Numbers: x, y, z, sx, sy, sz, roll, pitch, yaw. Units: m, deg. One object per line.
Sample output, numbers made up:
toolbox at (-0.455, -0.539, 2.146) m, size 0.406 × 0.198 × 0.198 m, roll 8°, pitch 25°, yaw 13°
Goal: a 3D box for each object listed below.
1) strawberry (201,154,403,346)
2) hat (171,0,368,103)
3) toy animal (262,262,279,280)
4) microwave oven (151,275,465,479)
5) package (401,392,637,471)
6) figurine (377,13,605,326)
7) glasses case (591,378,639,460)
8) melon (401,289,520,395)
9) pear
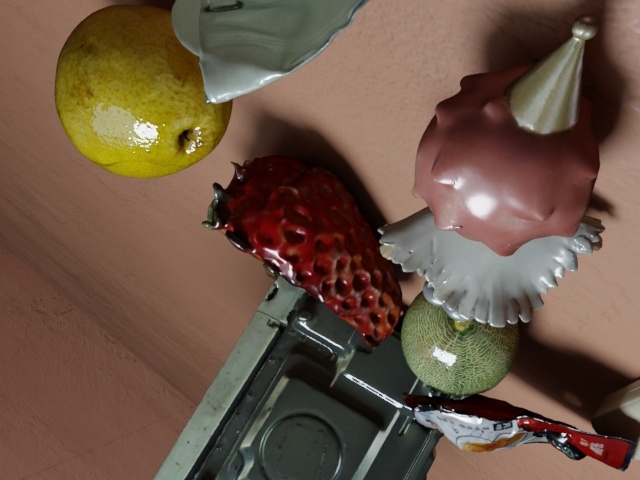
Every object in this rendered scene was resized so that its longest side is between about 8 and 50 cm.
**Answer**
strawberry at (-0.007, -0.006, 1.134) m, size 0.280 × 0.150 × 0.253 m, roll 33°, pitch 176°, yaw 12°
hat at (-0.064, -0.275, 0.769) m, size 0.301 × 0.168 × 0.257 m, roll -132°, pitch 29°, yaw -62°
toy animal at (-0.013, 0.037, 1.335) m, size 0.241 × 0.056 × 0.099 m, roll 13°, pitch 151°, yaw 45°
microwave oven at (-0.020, 0.297, 1.292) m, size 0.333 × 0.394 × 0.247 m, roll 28°, pitch 162°, yaw 9°
package at (0.234, 0.225, 1.098) m, size 0.269 × 0.071 × 0.194 m, roll 5°, pitch 168°, yaw 16°
figurine at (0.154, -0.054, 0.794) m, size 0.207 × 0.166 × 0.387 m, roll 2°, pitch 146°, yaw 4°
glasses case at (0.371, 0.194, 1.011) m, size 0.083 × 0.050 × 0.196 m, roll 36°, pitch 157°, yaw 4°
melon at (0.164, 0.112, 1.071) m, size 0.139 × 0.139 × 0.192 m, roll 34°, pitch 167°, yaw 17°
pear at (-0.199, -0.169, 1.065) m, size 0.209 × 0.209 × 0.209 m, roll 34°, pitch 156°, yaw 17°
